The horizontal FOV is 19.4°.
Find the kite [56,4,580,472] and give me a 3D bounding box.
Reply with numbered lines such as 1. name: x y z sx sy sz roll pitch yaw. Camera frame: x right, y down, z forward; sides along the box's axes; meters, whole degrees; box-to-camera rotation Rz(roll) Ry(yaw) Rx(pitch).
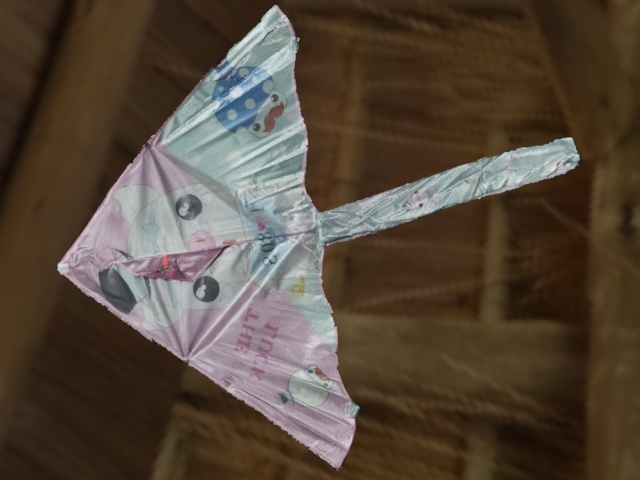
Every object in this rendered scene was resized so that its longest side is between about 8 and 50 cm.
1. kite: 0.000 0.000 0.537 0.153 0.137 0.005 -7 -171 3
